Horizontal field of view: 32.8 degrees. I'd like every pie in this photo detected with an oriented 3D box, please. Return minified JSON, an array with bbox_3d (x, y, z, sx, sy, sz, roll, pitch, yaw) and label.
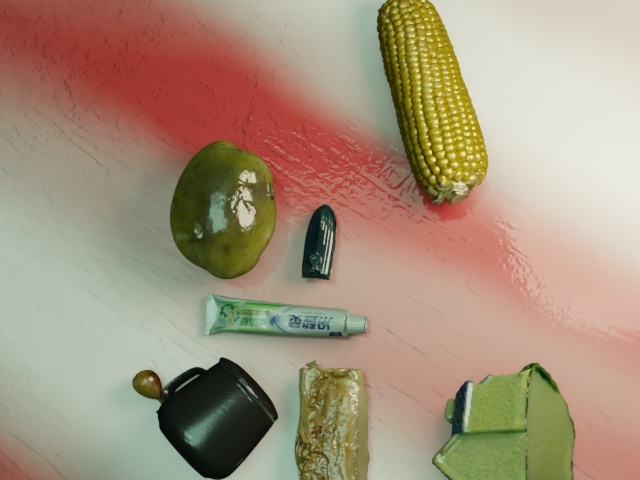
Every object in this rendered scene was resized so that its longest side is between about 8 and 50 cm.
[{"bbox_3d":[0.021,0.348,1.875,0.128,0.068,0.283,-3,79,7],"label":"pie"}]

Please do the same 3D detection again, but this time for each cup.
[{"bbox_3d":[-0.188,0.290,1.883,0.176,0.169,0.223,-44,46,-5],"label":"cup"}]

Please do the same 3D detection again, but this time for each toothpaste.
[{"bbox_3d":[-0.064,0.140,1.940,0.296,0.048,0.075,3,83,13],"label":"toothpaste"}]

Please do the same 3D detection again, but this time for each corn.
[{"bbox_3d":[0.197,-0.250,1.924,0.143,0.144,0.387,-13,75,6],"label":"corn"}]

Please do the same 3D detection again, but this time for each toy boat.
[{"bbox_3d":[0.000,0.000,1.949,0.055,0.060,0.141,4,74,10],"label":"toy boat"}]

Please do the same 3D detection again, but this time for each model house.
[{"bbox_3d":[0.299,0.328,1.805,0.189,0.195,0.214,-10,62,31],"label":"model house"}]

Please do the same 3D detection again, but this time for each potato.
[{"bbox_3d":[-0.171,-0.056,1.940,0.197,0.148,0.228,28,82,-2],"label":"potato"}]

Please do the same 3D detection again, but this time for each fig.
[{"bbox_3d":[-0.304,0.271,1.954,0.050,0.050,0.083,-28,95,3],"label":"fig"}]
